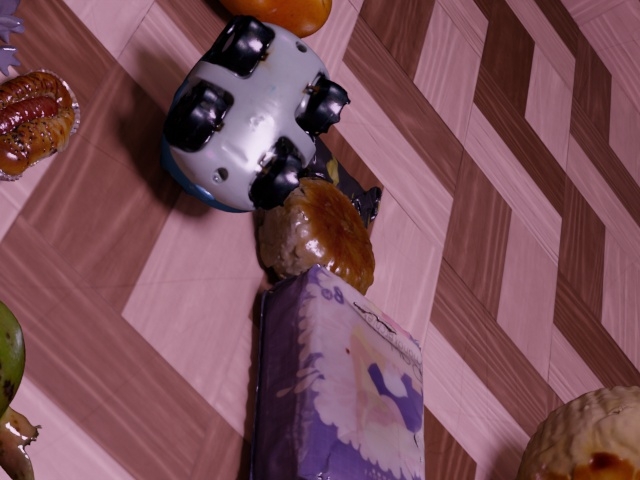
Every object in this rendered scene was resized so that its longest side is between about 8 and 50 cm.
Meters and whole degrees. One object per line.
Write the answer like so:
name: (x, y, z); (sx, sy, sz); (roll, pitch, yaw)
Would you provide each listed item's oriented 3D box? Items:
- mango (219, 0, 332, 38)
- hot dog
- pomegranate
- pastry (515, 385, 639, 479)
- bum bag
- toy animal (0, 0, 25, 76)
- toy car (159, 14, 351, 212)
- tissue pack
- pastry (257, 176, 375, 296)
mango: (-0.066, -0.387, 1.951); (0.257, 0.138, 0.187); (29, 26, -49)
hot dog: (-0.327, -0.132, 1.429); (0.099, 0.053, 0.192); (60, 33, -13)
pomegranate: (-0.331, 0.138, 1.152); (0.156, 0.156, 0.220); (-74, 161, -49)
pastry: (0.465, 0.410, 1.880); (0.388, 0.388, 0.313); (52, 21, -18)
bum bag: (0.016, -0.101, 1.920); (0.232, 0.060, 0.107); (43, 27, -34)
toy animal: (-0.396, -0.271, 1.390); (0.206, 0.081, 0.367); (48, 23, 20)
toy car: (-0.102, -0.151, 1.646); (0.188, 0.190, 0.255); (35, 68, -18)
tissue pack: (0.027, 0.225, 1.623); (0.242, 0.125, 0.344); (39, 36, -34)
pastry: (0.000, 0.000, 1.788); (0.192, 0.093, 0.182); (31, 41, -42)
